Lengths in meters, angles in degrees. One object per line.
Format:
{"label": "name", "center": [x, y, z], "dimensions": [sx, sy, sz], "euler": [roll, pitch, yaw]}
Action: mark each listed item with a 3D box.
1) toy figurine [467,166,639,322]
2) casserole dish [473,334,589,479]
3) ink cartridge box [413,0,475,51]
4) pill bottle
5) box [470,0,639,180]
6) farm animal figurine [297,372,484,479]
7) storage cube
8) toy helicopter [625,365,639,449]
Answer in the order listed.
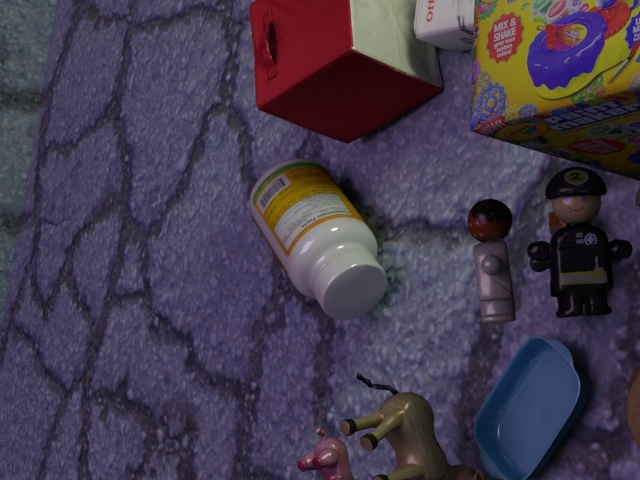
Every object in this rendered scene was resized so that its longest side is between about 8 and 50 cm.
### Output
{"label": "toy figurine", "center": [0.273, 0.007, 1.214], "dimensions": [0.209, 0.213, 0.148], "euler": [-11, 82, 57]}
{"label": "casserole dish", "center": [0.251, 0.200, 1.343], "dimensions": [0.188, 0.037, 0.114], "euler": [-62, 38, 21]}
{"label": "ink cartridge box", "center": [0.229, -0.339, 1.471], "dimensions": [0.218, 0.092, 0.159], "euler": [2, 82, 53]}
{"label": "pill bottle", "center": [0.000, 0.000, 1.658], "dimensions": [0.136, 0.136, 0.246], "euler": [-60, 39, 24]}
{"label": "box", "center": [0.345, -0.186, 1.107], "dimensions": [0.290, 0.279, 0.177], "euler": [-11, 72, 53]}
{"label": "farm animal figurine", "center": [0.119, 0.363, 1.371], "dimensions": [0.327, 0.172, 0.330], "euler": [46, 133, 29]}
{"label": "storage cube", "center": [0.036, -0.277, 1.627], "dimensions": [0.193, 0.215, 0.184], "euler": [-26, 59, 41]}
{"label": "toy helicopter", "center": [0.435, 0.111, 0.995], "dimensions": [0.355, 0.140, 0.235], "euler": [-24, 97, 30]}
